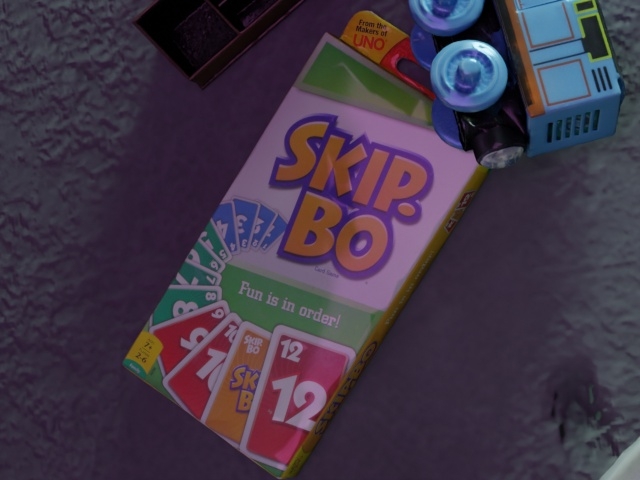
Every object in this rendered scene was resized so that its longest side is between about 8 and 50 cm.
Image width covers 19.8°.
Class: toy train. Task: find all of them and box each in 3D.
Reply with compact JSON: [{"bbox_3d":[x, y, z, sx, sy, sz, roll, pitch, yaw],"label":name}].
[{"bbox_3d":[0.101,-0.130,1.020,0.105,0.080,0.184,-14,70,-1],"label":"toy train"}]

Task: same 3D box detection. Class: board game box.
[{"bbox_3d":[0.000,0.000,1.080,0.124,0.039,0.259,34,96,16],"label":"board game box"}]

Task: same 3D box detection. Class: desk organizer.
[{"bbox_3d":[-0.045,-0.152,1.092,0.130,0.050,0.047,-40,76,14],"label":"desk organizer"}]

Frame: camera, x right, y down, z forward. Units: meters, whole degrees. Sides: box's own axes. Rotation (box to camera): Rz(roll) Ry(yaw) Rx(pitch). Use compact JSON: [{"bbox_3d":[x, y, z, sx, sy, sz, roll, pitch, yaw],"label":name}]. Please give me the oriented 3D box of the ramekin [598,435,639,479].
[{"bbox_3d":[0.221,0.180,0.793,0.273,0.127,0.272,-11,57,17],"label":"ramekin"}]
